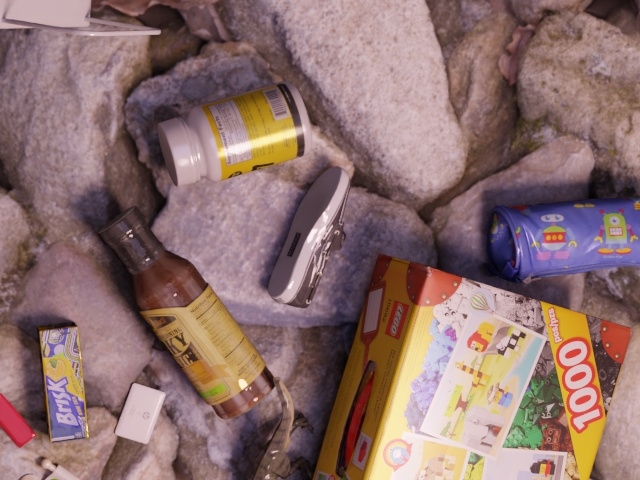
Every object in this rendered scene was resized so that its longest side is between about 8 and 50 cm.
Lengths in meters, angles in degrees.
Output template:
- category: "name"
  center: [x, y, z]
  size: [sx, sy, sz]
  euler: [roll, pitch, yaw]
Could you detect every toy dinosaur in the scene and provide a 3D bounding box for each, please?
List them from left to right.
- category: "toy dinosaur"
  center: [-0.059, 0.324, 1.919]
  size: [0.118, 0.064, 0.268]
  euler: [-5, 118, -49]

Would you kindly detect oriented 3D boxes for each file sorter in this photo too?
- category: "file sorter"
  center: [-0.313, -0.416, 1.687]
  size: [0.173, 0.193, 0.277]
  euler: [14, 106, 27]

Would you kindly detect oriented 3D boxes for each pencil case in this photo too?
- category: "pencil case"
  center: [0.417, -0.002, 2.015]
  size: [0.306, 0.119, 0.133]
  euler: [-5, 72, -15]

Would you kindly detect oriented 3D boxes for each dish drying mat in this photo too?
- category: "dish drying mat"
  center: [-0.458, 0.267, 1.852]
  size: [0.032, 0.008, 0.083]
  euler: [-39, 103, -11]

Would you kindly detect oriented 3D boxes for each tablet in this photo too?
- category: "tablet"
  center: [-0.274, 0.263, 1.904]
  size: [0.054, 0.006, 0.083]
  euler: [20, 89, -16]

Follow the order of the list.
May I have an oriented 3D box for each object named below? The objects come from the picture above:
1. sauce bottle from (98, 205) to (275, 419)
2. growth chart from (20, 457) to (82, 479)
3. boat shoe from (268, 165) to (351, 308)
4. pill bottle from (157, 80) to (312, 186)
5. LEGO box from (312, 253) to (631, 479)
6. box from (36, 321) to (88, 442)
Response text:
- category: "sauce bottle"
  center: [-0.203, 0.106, 1.860]
  size: [0.111, 0.111, 0.344]
  euler: [-37, 101, -10]
- category: "growth chart"
  center: [-0.410, 0.459, 1.874]
  size: [0.172, 0.021, 0.237]
  euler: [30, 85, -14]
- category: "boat shoe"
  center: [0.000, 0.000, 1.928]
  size: [0.076, 0.080, 0.228]
  euler: [26, 84, -33]
- category: "pill bottle"
  center: [-0.128, -0.155, 1.854]
  size: [0.208, 0.119, 0.119]
  euler: [-17, 99, -13]
- category: "LEGO box"
  center: [0.215, 0.313, 1.934]
  size: [0.372, 0.193, 0.500]
  euler: [16, 90, -21]
- category: "box"
  center: [-0.380, 0.209, 1.846]
  size: [0.059, 0.054, 0.169]
  euler: [-6, 96, -15]
